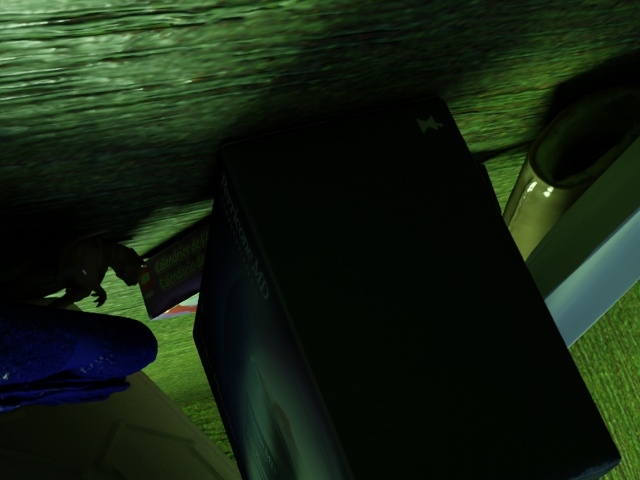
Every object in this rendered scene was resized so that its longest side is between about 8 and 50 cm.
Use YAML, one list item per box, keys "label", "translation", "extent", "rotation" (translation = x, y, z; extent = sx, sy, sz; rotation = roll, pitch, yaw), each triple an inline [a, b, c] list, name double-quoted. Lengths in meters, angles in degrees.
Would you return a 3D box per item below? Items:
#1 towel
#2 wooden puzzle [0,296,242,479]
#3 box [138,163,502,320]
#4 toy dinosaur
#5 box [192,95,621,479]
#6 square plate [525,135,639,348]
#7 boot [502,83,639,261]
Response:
- label: "towel"
  translation: [-0.263, 0.070, 0.849]
  extent: [0.228, 0.076, 0.308]
  rotation: [6, 176, 14]
- label: "wooden puzzle"
  translation: [-0.233, 0.168, 1.049]
  extent: [0.322, 0.348, 0.080]
  rotation: [-2, 124, -59]
- label: "box"
  translation: [0.000, 0.000, 1.218]
  extent: [0.293, 0.057, 0.201]
  rotation: [-10, 167, -41]
- label: "toy dinosaur"
  translation: [-0.196, 0.017, 1.009]
  extent: [0.112, 0.064, 0.211]
  rotation: [-44, 174, 1]
- label: "box"
  translation: [0.035, 0.105, 0.949]
  extent: [0.183, 0.296, 0.294]
  rotation: [-14, 153, -18]
- label: "square plate"
  translation: [0.279, -0.028, 1.118]
  extent: [0.347, 0.049, 0.344]
  rotation: [-46, 162, -4]
- label: "boot"
  translation: [0.253, -0.062, 1.187]
  extent: [0.236, 0.089, 0.269]
  rotation: [-43, 166, -21]
